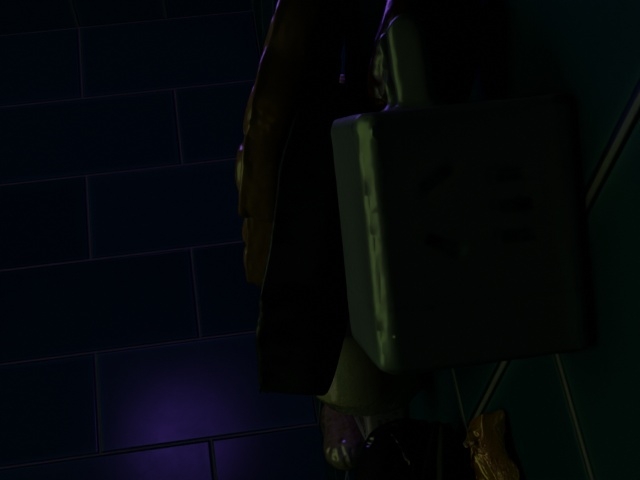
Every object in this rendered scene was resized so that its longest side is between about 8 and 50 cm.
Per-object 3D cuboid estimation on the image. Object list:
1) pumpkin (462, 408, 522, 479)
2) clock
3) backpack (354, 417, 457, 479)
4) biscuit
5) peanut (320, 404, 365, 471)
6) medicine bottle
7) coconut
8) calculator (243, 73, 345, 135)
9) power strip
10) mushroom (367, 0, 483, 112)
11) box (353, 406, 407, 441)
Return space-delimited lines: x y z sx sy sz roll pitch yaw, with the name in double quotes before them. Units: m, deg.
"pumpkin" 0.146 0.192 0.879 0.101 0.035 0.073 100 160 -64
"clock" 0.000 0.000 1.017 0.325 0.067 0.325 10 -90 -84
"backpack" 0.090 0.323 1.073 0.206 0.133 0.258 -76 -20 -47
"biscuit" -0.033 -0.131 1.064 0.312 0.057 0.351 73 -151 -76
"peanut" 0.042 0.357 1.860 0.214 0.099 0.099 -111 15 -61
"medicine bottle" 0.058 -0.235 1.059 0.183 0.069 0.119 91 174 -46
"coconut" 0.052 0.122 1.206 0.147 0.147 0.152 -120 19 -76
"calculator" 0.008 -0.098 1.302 0.330 0.048 0.220 -7 92 57
"power strip" 0.086 -0.038 0.671 0.139 0.140 0.224 -137 41 -82
"mushroom" 0.084 -0.136 0.782 0.135 0.080 0.170 -60 -15 -20
"box" 0.065 0.160 1.531 0.353 0.069 0.214 -125 29 -82
